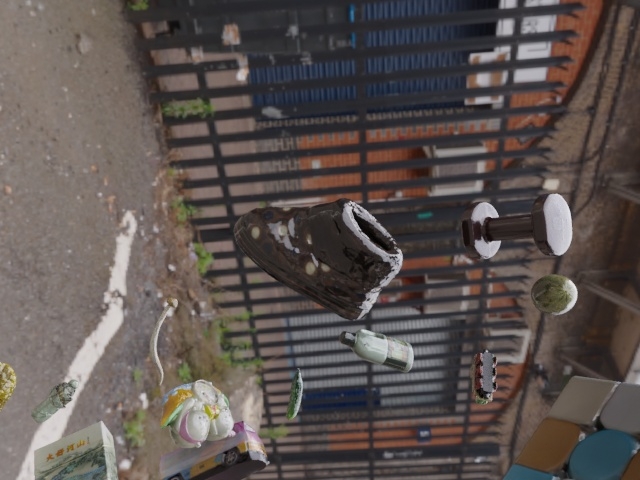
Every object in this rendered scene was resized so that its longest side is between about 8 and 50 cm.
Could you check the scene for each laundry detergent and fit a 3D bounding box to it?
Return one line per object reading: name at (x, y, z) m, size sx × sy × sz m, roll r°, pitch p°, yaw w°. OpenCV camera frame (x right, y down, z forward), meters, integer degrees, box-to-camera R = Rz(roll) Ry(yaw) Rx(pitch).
laundry detergent at (0.157, 0.309, 1.847) m, size 0.070 × 0.225 × 0.099 m, roll -52°, pitch -155°, yaw 43°

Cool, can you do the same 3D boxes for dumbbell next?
dumbbell at (0.441, -0.029, 1.449) m, size 0.225 × 0.124 × 0.141 m, roll -7°, pitch -89°, yaw 47°

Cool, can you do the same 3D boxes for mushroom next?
mushroom at (-0.555, 0.347, 2.227) m, size 0.043 × 0.068 × 0.306 m, roll 148°, pitch -47°, yaw -78°

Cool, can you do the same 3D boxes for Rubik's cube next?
Rubik's cube at (0.565, 0.483, 1.097) m, size 0.347 × 0.346 × 0.344 m, roll 52°, pitch -22°, yaw -14°

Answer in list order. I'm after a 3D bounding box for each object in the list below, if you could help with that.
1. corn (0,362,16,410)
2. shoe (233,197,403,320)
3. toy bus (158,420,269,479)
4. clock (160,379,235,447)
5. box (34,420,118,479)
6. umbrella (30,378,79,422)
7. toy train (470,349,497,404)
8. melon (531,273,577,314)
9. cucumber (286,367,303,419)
corn at (-0.821, 0.405, 1.501) m, size 0.120 × 0.363 × 0.120 m, roll 36°, pitch 27°, yaw -22°
shoe at (0.000, 0.000, 1.492) m, size 0.237 × 0.384 × 0.171 m, roll -58°, pitch 178°, yaw 19°
toy bus at (-0.376, 0.767, 2.226) m, size 0.171 × 0.386 × 0.162 m, roll 53°, pitch 13°, yaw -52°
clock at (-0.280, 0.401, 1.464) m, size 0.144 × 0.103 × 0.231 m, roll 49°, pitch 20°, yaw 24°
box at (-0.531, 0.540, 1.398) m, size 0.256 × 0.164 × 0.069 m, roll -123°, pitch -167°, yaw -50°
umbrella at (-0.699, 0.424, 1.696) m, size 0.062 × 0.143 × 0.067 m, roll 47°, pitch -10°, yaw -4°
toy train at (0.400, 0.340, 1.576) m, size 0.087 × 0.050 × 0.138 m, roll 100°, pitch 3°, yaw -46°
melon at (0.559, 0.129, 1.532) m, size 0.131 × 0.098 × 0.098 m, roll 121°, pitch -33°, yaw -72°
cucumber at (-0.071, 0.453, 1.884) m, size 0.037 × 0.037 × 0.155 m, roll 83°, pitch 15°, yaw -60°
